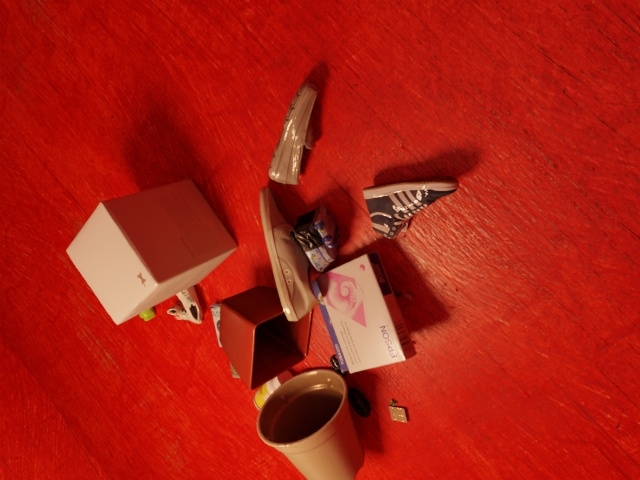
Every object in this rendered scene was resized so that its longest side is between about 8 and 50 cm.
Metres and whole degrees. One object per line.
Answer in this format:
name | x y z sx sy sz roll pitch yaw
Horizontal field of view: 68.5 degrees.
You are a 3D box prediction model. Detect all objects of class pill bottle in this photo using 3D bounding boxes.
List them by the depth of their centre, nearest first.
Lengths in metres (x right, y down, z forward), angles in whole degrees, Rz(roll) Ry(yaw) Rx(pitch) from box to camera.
pill bottle | -0.175 0.576 1.807 0.103 0.103 0.184 44 124 11

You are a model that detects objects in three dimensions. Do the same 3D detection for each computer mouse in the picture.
computer mouse | 0.107 0.509 1.653 0.242 0.041 0.071 61 147 5

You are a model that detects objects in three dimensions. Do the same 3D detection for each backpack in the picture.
backpack | 0.000 0.000 1.455 0.117 0.158 0.173 -24 108 18

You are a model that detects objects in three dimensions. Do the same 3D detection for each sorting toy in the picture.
sorting toy | 0.261 0.576 1.591 0.062 0.012 0.083 -2 110 37

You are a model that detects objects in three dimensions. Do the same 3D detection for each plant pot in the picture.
plant pot | -0.002 0.675 1.626 0.334 0.334 0.305 -12 114 35
plant pot | -0.211 0.307 1.650 0.236 0.267 0.267 25 120 36

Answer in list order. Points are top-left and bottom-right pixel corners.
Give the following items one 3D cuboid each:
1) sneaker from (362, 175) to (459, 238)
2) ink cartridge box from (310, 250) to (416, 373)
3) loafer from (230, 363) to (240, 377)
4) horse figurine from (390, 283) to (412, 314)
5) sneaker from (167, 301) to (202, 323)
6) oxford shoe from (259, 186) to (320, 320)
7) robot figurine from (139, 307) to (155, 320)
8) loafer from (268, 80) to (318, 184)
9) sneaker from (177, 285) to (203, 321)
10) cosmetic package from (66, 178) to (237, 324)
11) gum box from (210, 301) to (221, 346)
sneaker | 0.252 -0.088 1.292 0.282 0.099 0.153 -3 101 40
ink cartridge box | 0.102 0.238 1.462 0.330 0.072 0.323 -30 77 42
loafer | -0.272 0.482 1.837 0.251 0.094 0.087 -19 101 36
horse figurine | 0.197 0.241 1.472 0.175 0.066 0.263 7 111 29
sneaker | -0.571 0.318 1.973 0.161 0.075 0.057 23 118 24
oxford shoe | -0.103 0.033 1.520 0.130 0.169 0.448 -17 78 0
robot figurine | -0.788 0.301 2.108 0.101 0.067 0.115 -20 97 48
loafer | -0.063 -0.316 1.414 0.112 0.112 0.319 16 121 -14
sneaker | -0.530 0.233 1.893 0.212 0.080 0.094 63 166 -5
cosmetic package | -0.589 0.028 1.680 0.329 0.394 0.327 -37 87 35
gum box | -0.350 0.342 1.866 0.157 0.041 0.184 2 108 32
